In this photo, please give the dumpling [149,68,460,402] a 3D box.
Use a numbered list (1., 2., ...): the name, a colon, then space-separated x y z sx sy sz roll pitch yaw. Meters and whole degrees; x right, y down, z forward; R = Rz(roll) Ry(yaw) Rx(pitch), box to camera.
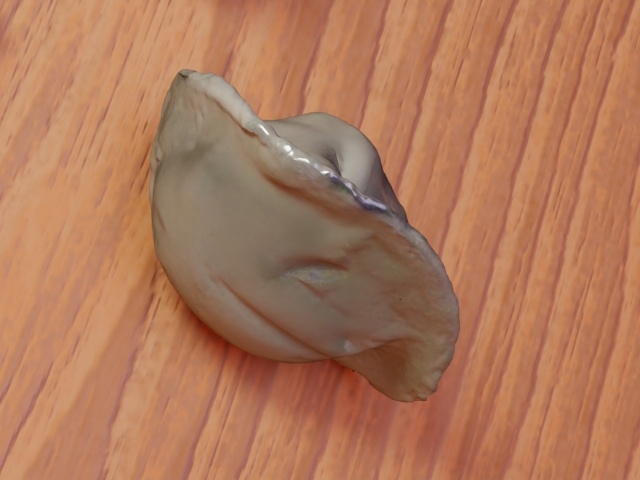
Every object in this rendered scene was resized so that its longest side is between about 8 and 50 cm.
1. dumpling: 0.001 -0.005 1.276 0.243 0.227 0.175 22 74 -30
